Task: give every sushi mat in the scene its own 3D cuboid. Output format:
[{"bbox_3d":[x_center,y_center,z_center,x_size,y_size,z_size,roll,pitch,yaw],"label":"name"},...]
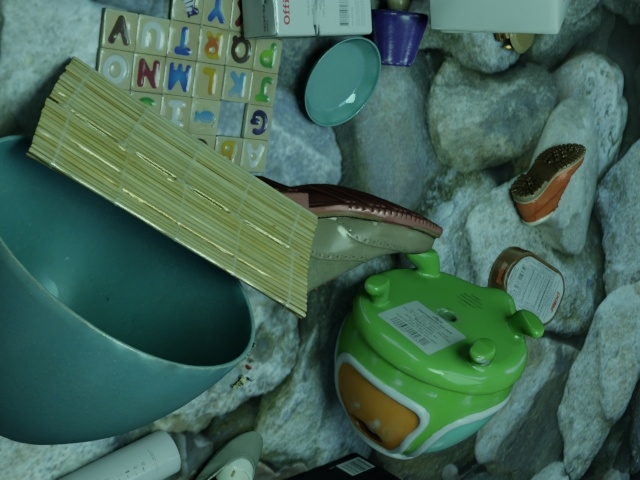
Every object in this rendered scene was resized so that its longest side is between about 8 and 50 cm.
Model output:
[{"bbox_3d":[-0.133,-0.052,0.931,0.316,0.019,0.151,33,41,-22],"label":"sushi mat"}]

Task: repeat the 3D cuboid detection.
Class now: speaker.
[{"bbox_3d":[-0.225,0.263,1.049,0.136,0.055,0.055,-23,117,-37],"label":"speaker"}]

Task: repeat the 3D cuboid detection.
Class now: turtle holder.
[{"bbox_3d":[0.145,0.151,1.274,0.320,0.243,0.228,-61,172,-63],"label":"turtle holder"}]

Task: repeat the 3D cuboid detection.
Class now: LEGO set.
[{"bbox_3d":[-0.095,0.146,1.158,0.054,0.023,0.083,-39,126,-29],"label":"LEGO set"}]

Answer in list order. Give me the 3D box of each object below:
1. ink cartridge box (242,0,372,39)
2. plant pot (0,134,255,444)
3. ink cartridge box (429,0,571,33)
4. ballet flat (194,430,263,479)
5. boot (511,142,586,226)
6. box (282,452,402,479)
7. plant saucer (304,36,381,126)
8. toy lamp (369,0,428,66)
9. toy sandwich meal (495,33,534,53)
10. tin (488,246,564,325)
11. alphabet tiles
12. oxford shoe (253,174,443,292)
[{"bbox_3d":[-0.016,-0.286,1.065,0.150,0.063,0.109,-12,104,-41],"label":"ink cartridge box"},{"bbox_3d":[-0.233,0.073,0.861,0.290,0.290,0.195,22,116,-45],"label":"plant pot"},{"bbox_3d":[0.227,-0.470,1.083,0.279,0.160,0.385,-58,149,-46],"label":"ink cartridge box"},{"bbox_3d":[-0.133,0.319,1.145,0.213,0.068,0.072,-38,126,-30],"label":"ballet flat"},{"bbox_3d":[0.372,-0.091,1.512,0.158,0.059,0.085,-40,130,-17],"label":"boot"},{"bbox_3d":[-0.017,0.421,1.266,0.261,0.103,0.184,-9,111,-42],"label":"box"},{"bbox_3d":[0.023,-0.197,1.148,0.119,0.021,0.119,-27,139,-27],"label":"plant saucer"},{"bbox_3d":[0.103,-0.354,1.156,0.080,0.080,0.275,-8,109,-42],"label":"toy lamp"},{"bbox_3d":[0.287,-0.314,1.379,0.085,0.029,0.086,-9,101,-51],"label":"toy sandwich meal"},{"bbox_3d":[0.343,0.079,1.548,0.189,0.040,0.106,27,88,-45],"label":"tin"},{"bbox_3d":[-0.139,-0.177,1.029,0.237,0.009,0.198,-1,103,-44],"label":"alphabet tiles"},{"bbox_3d":[0.000,0.000,1.148,0.348,0.123,0.130,6,102,-34],"label":"oxford shoe"}]
